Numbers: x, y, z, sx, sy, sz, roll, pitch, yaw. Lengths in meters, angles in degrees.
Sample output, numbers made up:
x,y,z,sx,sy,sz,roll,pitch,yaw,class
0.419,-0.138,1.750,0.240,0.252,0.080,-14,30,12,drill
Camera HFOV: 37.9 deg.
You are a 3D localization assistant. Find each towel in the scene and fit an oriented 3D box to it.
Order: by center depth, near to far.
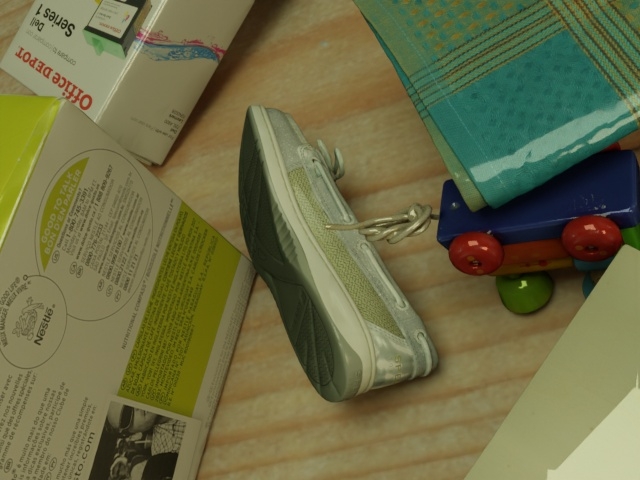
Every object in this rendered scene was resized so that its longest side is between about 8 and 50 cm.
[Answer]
x,y,z,sx,sy,sz,roll,pitch,yaw,class
0.227,-0.206,0.724,0.370,0.040,0.271,-28,57,9,towel

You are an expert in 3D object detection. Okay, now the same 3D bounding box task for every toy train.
x,y,z,sx,sy,sz,roll,pitch,yaw,class
0.145,0.008,0.767,0.248,0.143,0.105,-9,49,27,toy train

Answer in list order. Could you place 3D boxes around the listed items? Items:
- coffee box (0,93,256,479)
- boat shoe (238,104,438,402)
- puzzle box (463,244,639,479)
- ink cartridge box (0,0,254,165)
x,y,z,sx,sy,sz,roll,pitch,yaw,class
-0.310,0.092,0.816,0.338,0.334,0.338,6,69,27,coffee box
0.001,-0.001,0.862,0.103,0.118,0.320,-8,51,-23,boat shoe
0.284,0.208,0.538,0.409,0.052,0.272,33,82,33,puzzle box
-0.205,-0.254,1.037,0.201,0.117,0.278,35,96,35,ink cartridge box
